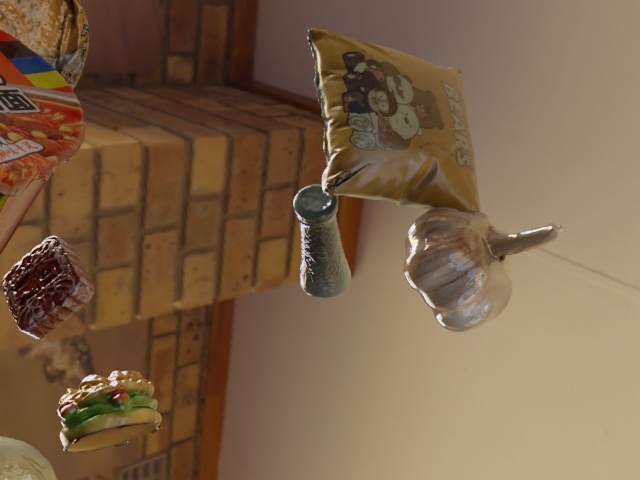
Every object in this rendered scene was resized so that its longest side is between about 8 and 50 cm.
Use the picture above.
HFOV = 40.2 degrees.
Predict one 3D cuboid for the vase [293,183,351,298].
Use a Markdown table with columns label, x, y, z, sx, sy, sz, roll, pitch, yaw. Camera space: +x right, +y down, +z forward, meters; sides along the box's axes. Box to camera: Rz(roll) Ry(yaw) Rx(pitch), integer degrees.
| label | x | y | z | sx | sy | sz | roll | pitch | yaw |
| --- | --- | --- | --- | --- | --- | --- | --- | --- | --- |
| vase | 0.000 | 0.000 | 1.522 | 0.096 | 0.096 | 0.219 | 43 | -24 | 32 |

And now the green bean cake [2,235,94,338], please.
| label | x | y | z | sx | sy | sz | roll | pitch | yaw |
| --- | --- | --- | --- | --- | --- | --- | --- | --- | --- |
| green bean cake | -0.451 | 0.075 | 1.434 | 0.135 | 0.056 | 0.135 | -39 | -123 | 2 |

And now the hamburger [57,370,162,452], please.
| label | x | y | z | sx | sy | sz | roll | pitch | yaw |
| --- | --- | --- | --- | --- | --- | --- | --- | --- | --- |
| hamburger | -0.472 | 0.370 | 1.938 | 0.237 | 0.237 | 0.148 | -34 | -116 | 45 |

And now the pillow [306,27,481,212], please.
| label | x | y | z | sx | sy | sz | roll | pitch | yaw |
| --- | --- | --- | --- | --- | --- | --- | --- | --- | --- |
| pillow | 0.124 | -0.182 | 1.388 | 0.119 | 0.313 | 0.310 | -40 | -132 | 47 |

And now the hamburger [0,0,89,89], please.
| label | x | y | z | sx | sy | sz | roll | pitch | yaw |
| --- | --- | --- | --- | --- | --- | --- | --- | --- | --- |
| hamburger | -0.384 | -0.251 | 1.021 | 0.107 | 0.231 | 0.230 | 165 | -87 | -68 |

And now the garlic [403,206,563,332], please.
| label | x | y | z | sx | sy | sz | roll | pitch | yaw |
| --- | --- | --- | --- | --- | --- | --- | --- | --- | --- |
| garlic | 0.247 | 0.024 | 1.283 | 0.226 | 0.199 | 0.199 | -23 | -99 | 32 |

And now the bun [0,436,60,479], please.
| label | x | y | z | sx | sy | sz | roll | pitch | yaw |
| --- | --- | --- | --- | --- | --- | --- | --- | --- | --- |
| bun | -0.450 | 0.394 | 1.175 | 0.160 | 0.259 | 0.259 | -12 | -91 | 49 |

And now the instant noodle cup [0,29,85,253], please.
| label | x | y | z | sx | sy | sz | roll | pitch | yaw |
| --- | --- | --- | --- | --- | --- | --- | --- | --- | --- |
| instant noodle cup | -0.338 | -0.058 | 0.694 | 0.250 | 0.250 | 0.192 | 49 | -59 | 29 |
